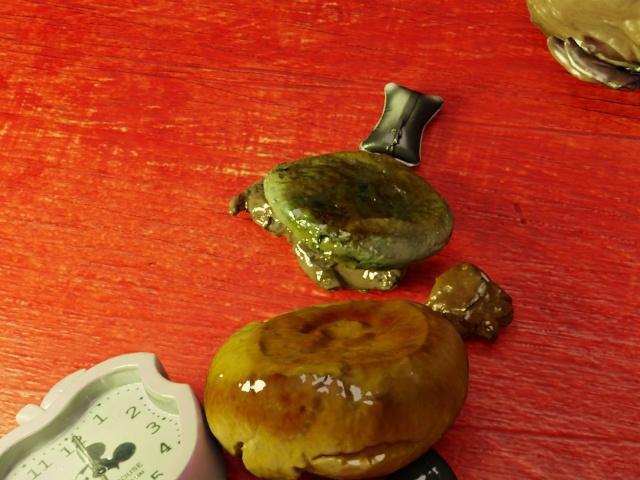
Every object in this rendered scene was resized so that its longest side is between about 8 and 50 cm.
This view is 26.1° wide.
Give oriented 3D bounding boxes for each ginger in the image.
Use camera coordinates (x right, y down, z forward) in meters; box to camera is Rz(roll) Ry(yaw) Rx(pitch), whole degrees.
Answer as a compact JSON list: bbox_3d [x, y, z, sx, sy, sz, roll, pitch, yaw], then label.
[{"bbox_3d":[-0.002,-0.001,1.988,0.290,0.084,0.122,33,38,24],"label":"ginger"}]

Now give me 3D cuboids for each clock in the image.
[{"bbox_3d":[-0.288,0.304,1.784,0.338,0.102,0.338,-16,38,13],"label":"clock"}]

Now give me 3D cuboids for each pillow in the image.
[{"bbox_3d":[0.122,-0.173,2.076,0.091,0.055,0.136,3,56,33],"label":"pillow"}]

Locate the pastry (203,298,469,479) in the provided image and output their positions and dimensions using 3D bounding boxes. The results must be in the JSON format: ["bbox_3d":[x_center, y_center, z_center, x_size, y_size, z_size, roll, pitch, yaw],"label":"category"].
[{"bbox_3d":[0.021,0.183,1.755,0.356,0.164,0.356,-8,15,2],"label":"pastry"}]

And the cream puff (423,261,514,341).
[{"bbox_3d":[0.206,0.091,1.893,0.122,0.094,0.116,-13,53,29],"label":"cream puff"}]

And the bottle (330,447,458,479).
[{"bbox_3d":[0.021,0.373,1.722,0.336,0.144,0.144,-32,61,-10],"label":"bottle"}]

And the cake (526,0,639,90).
[{"bbox_3d":[0.471,-0.377,2.038,0.332,0.332,0.321,-16,97,0],"label":"cake"}]

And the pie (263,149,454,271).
[{"bbox_3d":[0.053,-0.054,1.940,0.277,0.078,0.277,13,32,-8],"label":"pie"}]
